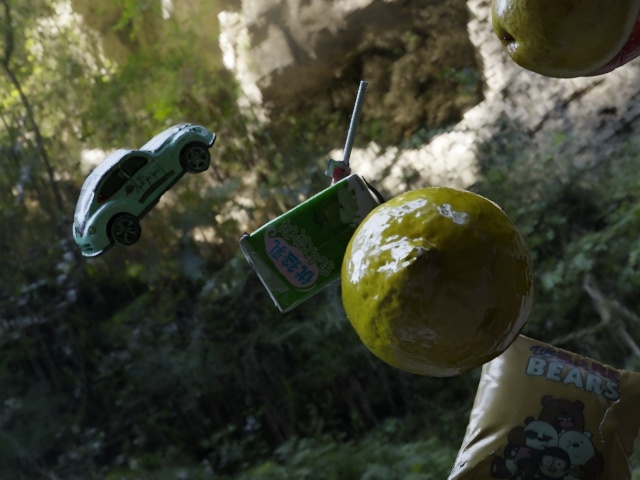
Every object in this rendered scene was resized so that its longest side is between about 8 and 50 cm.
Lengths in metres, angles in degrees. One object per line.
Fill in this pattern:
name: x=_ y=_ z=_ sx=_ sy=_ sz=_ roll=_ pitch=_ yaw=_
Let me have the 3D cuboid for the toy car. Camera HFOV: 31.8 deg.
toy car: x=-0.312 y=-0.102 z=1.906 sx=0.306 sy=0.125 sz=0.136 roll=-49 pitch=21 yaw=-17

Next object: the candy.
candy: x=0.046 y=-0.129 z=2.180 sx=0.124 sy=0.124 sz=0.365 roll=-1 pitch=-70 yaw=-47

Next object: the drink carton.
drink carton: x=0.000 y=0.000 z=2.090 sx=0.271 sy=0.161 sz=0.108 roll=-32 pitch=-6 yaw=-4

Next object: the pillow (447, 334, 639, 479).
pillow: x=0.389 y=0.316 z=1.868 sx=0.119 sy=0.310 sz=0.312 roll=85 pitch=-156 yaw=-63

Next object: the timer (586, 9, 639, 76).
timer: x=0.482 y=-0.495 z=2.116 sx=0.279 sy=0.378 sz=0.378 roll=-26 pitch=-25 yaw=0

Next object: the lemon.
lemon: x=0.141 y=0.049 z=1.344 sx=0.263 sy=0.236 sz=0.236 roll=18 pitch=-53 yaw=-40

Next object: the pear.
pear: x=0.330 y=-0.320 z=1.534 sx=0.209 sy=0.208 sz=0.209 roll=-25 pitch=-26 yaw=-13
